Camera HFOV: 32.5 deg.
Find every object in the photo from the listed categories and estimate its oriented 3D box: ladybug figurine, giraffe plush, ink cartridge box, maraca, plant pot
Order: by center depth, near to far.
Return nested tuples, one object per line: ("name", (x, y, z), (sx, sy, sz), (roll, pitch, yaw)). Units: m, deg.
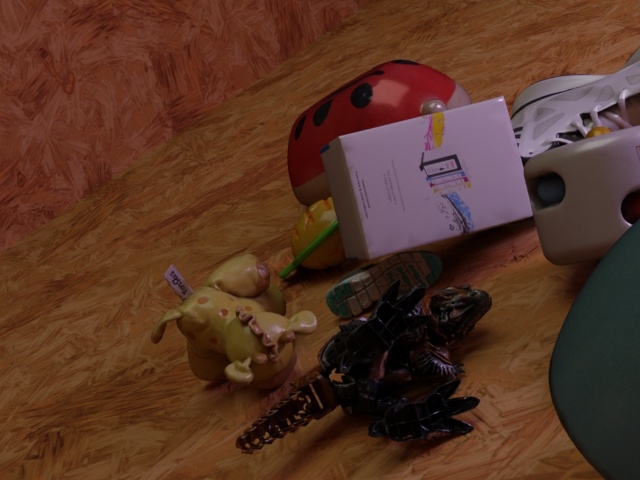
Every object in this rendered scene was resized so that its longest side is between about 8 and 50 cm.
("plant pot", (0.330, 0.052, 0.797), (0.290, 0.196, 0.290), (4, 35, -3))
("giraffe plush", (-0.092, 0.119, 1.408), (0.170, 0.210, 0.181), (29, 85, 39))
("ink cartridge box", (0.140, -0.080, 1.494), (0.232, 0.168, 0.171), (-14, 0, -9))
("maraca", (0.000, 0.000, 1.697), (0.185, 0.099, 0.127), (-42, -4, 38))
("ladybug figurine", (0.081, -0.194, 1.886), (0.305, 0.162, 0.449), (-39, 10, -27))

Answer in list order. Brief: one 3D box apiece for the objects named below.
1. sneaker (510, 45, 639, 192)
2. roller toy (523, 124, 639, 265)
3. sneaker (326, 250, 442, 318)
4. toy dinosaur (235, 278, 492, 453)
("sneaker", (0.422, -0.145, 1.511), (0.447, 0.169, 0.257), (-18, 27, 44))
("roller toy", (0.341, -0.061, 1.269), (0.209, 0.146, 0.191), (-15, -1, 29))
("sneaker", (0.087, 0.048, 1.510), (0.166, 0.065, 0.076), (-19, 15, 12))
("toy dinosaur", (0.064, 0.149, 1.212), (0.322, 0.164, 0.218), (-50, 11, -15))
